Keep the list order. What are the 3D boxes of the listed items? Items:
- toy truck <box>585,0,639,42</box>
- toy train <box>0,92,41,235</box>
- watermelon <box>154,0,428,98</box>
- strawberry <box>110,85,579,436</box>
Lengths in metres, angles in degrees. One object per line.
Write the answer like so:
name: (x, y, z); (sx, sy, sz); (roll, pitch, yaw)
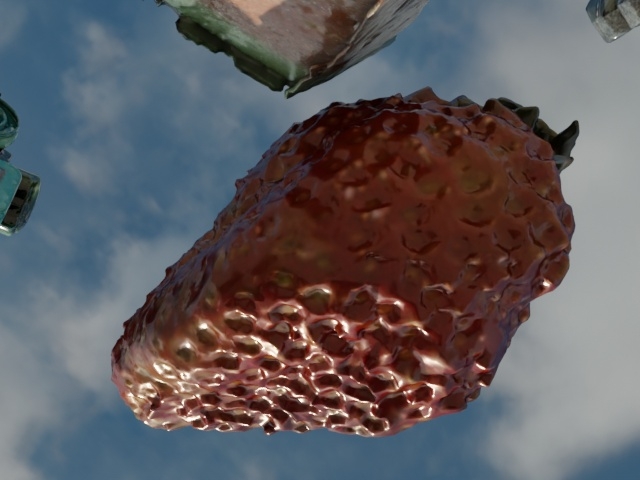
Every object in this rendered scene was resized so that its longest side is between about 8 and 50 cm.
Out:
toy truck: (0.265, -0.278, 1.144); (0.178, 0.363, 0.176); (-35, -84, -6)
toy train: (-0.267, -0.041, 0.886); (0.203, 0.163, 0.112); (24, -67, -10)
watermelon: (-0.018, -0.153, 0.611); (0.148, 0.318, 0.226); (-39, -125, -19)
strawberry: (0.004, 0.004, 0.694); (0.236, 0.107, 0.175); (-46, -124, -5)
